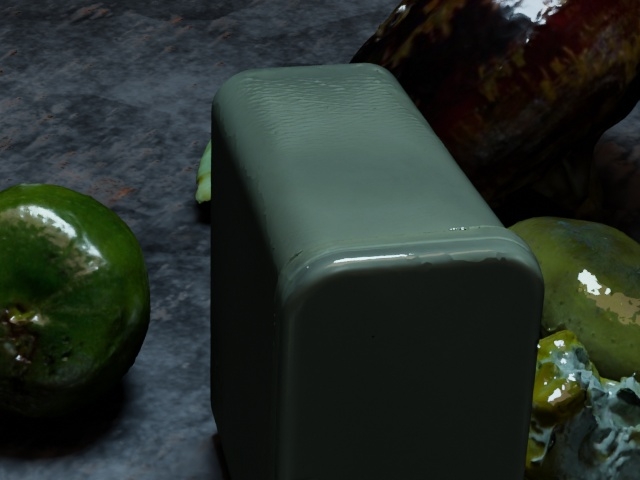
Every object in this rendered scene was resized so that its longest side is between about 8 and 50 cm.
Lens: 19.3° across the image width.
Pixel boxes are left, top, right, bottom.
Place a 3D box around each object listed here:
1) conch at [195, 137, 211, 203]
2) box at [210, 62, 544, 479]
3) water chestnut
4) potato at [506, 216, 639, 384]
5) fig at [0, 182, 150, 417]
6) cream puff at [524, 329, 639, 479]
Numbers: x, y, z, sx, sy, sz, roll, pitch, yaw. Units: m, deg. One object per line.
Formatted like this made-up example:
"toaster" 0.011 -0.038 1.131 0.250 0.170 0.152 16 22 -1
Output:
"conch" -0.085 -0.079 1.941 0.106 0.079 0.170 2 33 30
"box" 0.022 0.088 1.386 0.177 0.351 0.344 -4 28 -11
"water chestnut" 0.198 -0.142 1.901 0.302 0.350 0.350 50 38 -4
"potato" 0.244 0.071 1.638 0.248 0.143 0.169 35 38 30
"fig" -0.243 0.059 1.641 0.203 0.203 0.235 1 -10 -2
"cream puff" 0.204 0.151 1.513 0.156 0.121 0.156 27 21 -11
